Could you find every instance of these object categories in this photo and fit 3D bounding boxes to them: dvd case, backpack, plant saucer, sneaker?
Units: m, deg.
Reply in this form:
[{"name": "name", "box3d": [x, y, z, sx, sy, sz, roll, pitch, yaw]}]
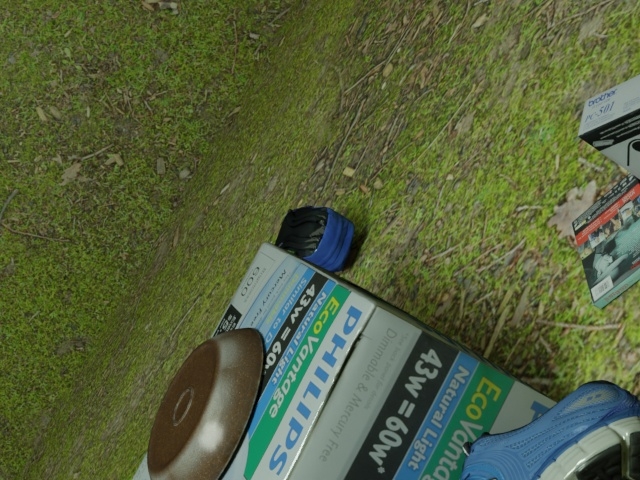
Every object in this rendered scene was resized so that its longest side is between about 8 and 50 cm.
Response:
[{"name": "dvd case", "box3d": [0.282, -0.003, 0.893, 0.087, 0.013, 0.119, -47, 24, 33]}, {"name": "backpack", "box3d": [0.000, 0.000, 1.412, 0.120, 0.101, 0.097, -11, 61, 56]}, {"name": "plant saucer", "box3d": [-0.124, 0.171, 0.941, 0.198, 0.036, 0.198, -49, 25, 32]}, {"name": "sneaker", "box3d": [0.154, 0.244, 0.757, 0.330, 0.130, 0.147, -48, 13, 15]}]

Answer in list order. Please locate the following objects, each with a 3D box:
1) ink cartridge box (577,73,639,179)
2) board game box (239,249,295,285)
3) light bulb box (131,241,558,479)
[{"name": "ink cartridge box", "box3d": [0.331, -0.116, 0.806, 0.207, 0.097, 0.046, -25, 41, 56]}, {"name": "board game box", "box3d": [-0.068, 0.157, 1.354, 0.136, 0.030, 0.259, -41, 48, 49]}, {"name": "light bulb box", "box3d": [-0.004, 0.225, 0.962, 0.357, 0.225, 0.361, -62, 20, -2]}]
